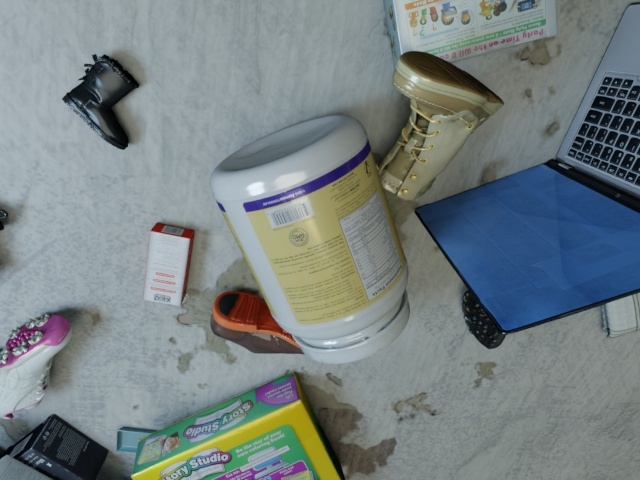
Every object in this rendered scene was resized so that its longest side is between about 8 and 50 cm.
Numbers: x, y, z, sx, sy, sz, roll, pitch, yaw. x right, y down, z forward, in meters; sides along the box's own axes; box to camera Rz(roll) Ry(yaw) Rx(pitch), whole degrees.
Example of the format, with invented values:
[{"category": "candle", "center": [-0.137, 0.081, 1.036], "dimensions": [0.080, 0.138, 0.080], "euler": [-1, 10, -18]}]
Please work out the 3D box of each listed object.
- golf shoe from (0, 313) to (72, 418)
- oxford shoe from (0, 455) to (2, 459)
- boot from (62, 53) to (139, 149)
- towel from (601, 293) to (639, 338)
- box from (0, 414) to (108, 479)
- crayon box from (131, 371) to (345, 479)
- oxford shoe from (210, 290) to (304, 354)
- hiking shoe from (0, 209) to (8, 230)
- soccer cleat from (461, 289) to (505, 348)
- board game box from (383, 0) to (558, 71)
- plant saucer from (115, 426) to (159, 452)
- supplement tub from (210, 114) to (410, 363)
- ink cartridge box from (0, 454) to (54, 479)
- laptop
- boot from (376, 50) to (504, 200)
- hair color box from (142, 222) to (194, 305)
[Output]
[{"category": "golf shoe", "center": [-0.566, 0.248, 0.857], "dimensions": [0.306, 0.115, 0.140], "euler": [-31, 123, 17]}, {"category": "oxford shoe", "center": [-0.741, 0.554, 0.981], "dimensions": [0.082, 0.096, 0.227], "euler": [-1, 112, 1]}, {"category": "boot", "center": [-0.323, -0.216, 0.690], "dimensions": [0.099, 0.045, 0.121], "euler": [-41, 112, 8]}, {"category": "towel", "center": [0.687, 0.019, 0.853], "dimensions": [0.312, 0.056, 0.324], "euler": [-21, 113, 6]}, {"category": "box", "center": [-0.588, 0.491, 0.963], "dimensions": [0.156, 0.093, 0.158], "euler": [-37, 112, 12]}, {"category": "crayon box", "center": [-0.160, 0.497, 0.965], "dimensions": [0.362, 0.106, 0.313], "euler": [-23, 113, -3]}, {"category": "oxford shoe", "center": [-0.080, 0.177, 0.867], "dimensions": [0.271, 0.097, 0.098], "euler": [19, 132, -7]}, {"category": "hiking shoe", "center": [-0.640, 0.068, 0.756], "dimensions": [0.132, 0.113, 0.304], "euler": [22, 111, -12]}, {"category": "soccer cleat", "center": [0.343, 0.069, 0.833], "dimensions": [0.116, 0.108, 0.319], "euler": [-20, 122, -20]}, {"category": "board game box", "center": [0.189, -0.410, 0.605], "dimensions": [0.223, 0.097, 0.304], "euler": [-13, 113, 3]}, {"category": "plant saucer", "center": [-0.360, 0.457, 1.004], "dimensions": [0.191, 0.018, 0.067], "euler": [10, 113, -7]}, {"category": "supplement tub", "center": [0.000, 0.000, 0.698], "dimensions": [0.240, 0.241, 0.332], "euler": [-19, 114, 5]}, {"category": "ink cartridge box", "center": [-0.682, 0.579, 0.908], "dimensions": [0.324, 0.071, 0.330], "euler": [-39, 110, 13]}, {"category": "laptop", "center": [0.344, -0.132, 0.582], "dimensions": [0.236, 0.382, 0.408], "euler": [12, 113, -9]}, {"category": "boot", "center": [0.142, -0.152, 0.645], "dimensions": [0.095, 0.262, 0.203], "euler": [49, 122, 20]}, {"category": "hair color box", "center": [-0.276, 0.045, 0.808], "dimensions": [0.071, 0.043, 0.141], "euler": [12, 112, -9]}]
